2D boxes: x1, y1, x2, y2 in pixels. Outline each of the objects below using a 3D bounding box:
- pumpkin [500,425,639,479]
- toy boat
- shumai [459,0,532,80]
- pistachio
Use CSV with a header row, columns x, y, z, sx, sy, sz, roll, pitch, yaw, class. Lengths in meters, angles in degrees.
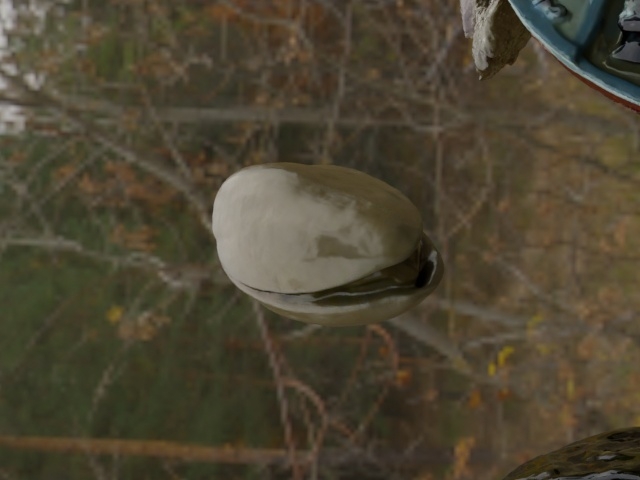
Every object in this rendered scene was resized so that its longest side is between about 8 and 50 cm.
x,y,z,sx,sy,sz,roll,pitch,yaw,class
0.203,0.272,1.037,0.256,0.303,0.225,62,-161,18,pumpkin
0.272,-0.158,1.046,0.133,0.332,0.145,64,-132,-73,toy boat
0.186,-0.238,1.598,0.123,0.105,0.139,-53,-39,-12,shumai
0.000,0.000,1.162,0.226,0.136,0.136,17,110,46,pistachio
